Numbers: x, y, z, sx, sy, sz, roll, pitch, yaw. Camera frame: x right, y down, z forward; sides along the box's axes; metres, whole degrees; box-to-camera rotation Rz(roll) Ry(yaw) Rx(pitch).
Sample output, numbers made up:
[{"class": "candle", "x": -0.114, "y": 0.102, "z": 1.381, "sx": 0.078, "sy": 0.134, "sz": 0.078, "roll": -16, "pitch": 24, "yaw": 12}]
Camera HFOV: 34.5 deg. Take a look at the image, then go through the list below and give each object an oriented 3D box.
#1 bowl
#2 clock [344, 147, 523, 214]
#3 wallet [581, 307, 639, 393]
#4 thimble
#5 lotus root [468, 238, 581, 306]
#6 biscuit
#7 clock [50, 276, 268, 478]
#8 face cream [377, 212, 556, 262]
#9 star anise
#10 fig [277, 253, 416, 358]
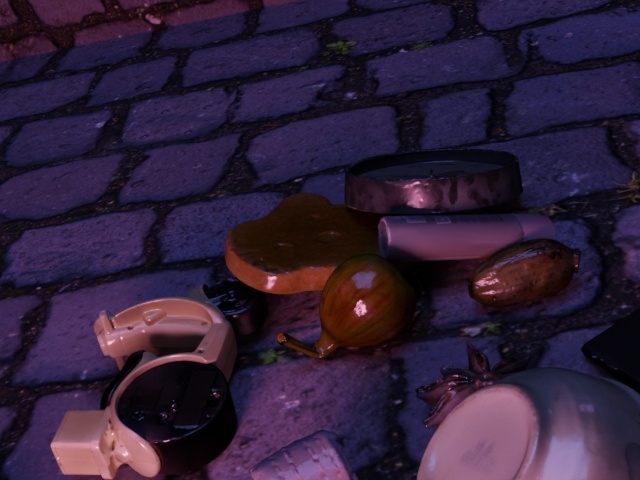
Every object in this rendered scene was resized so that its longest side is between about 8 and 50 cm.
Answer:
[{"class": "bowl", "x": 0.214, "y": 0.261, "z": 1.068, "sx": 0.307, "sy": 0.163, "sz": 0.307, "roll": -42, "pitch": 26, "yaw": 26}, {"class": "clock", "x": 0.193, "y": -0.106, "z": 1.776, "sx": 0.312, "sy": 0.061, "sz": 0.312, "roll": -4, "pitch": 14, "yaw": 1}, {"class": "wallet", "x": 0.549, "y": 0.103, "z": 1.391, "sx": 0.377, "sy": 0.051, "sz": 0.197, "roll": -28, "pitch": 32, "yaw": -16}, {"class": "thimble", "x": -0.006, "y": 0.309, "z": 1.225, "sx": 0.117, "sy": 0.151, "sz": 0.127, "roll": -26, "pitch": 42, "yaw": -9}, {"class": "lotus root", "x": 0.308, "y": 0.048, "z": 1.558, "sx": 0.179, "sy": 0.089, "sz": 0.080, "roll": -17, "pitch": -6, "yaw": 4}, {"class": "biscuit", "x": 0.000, "y": 0.002, "z": 1.742, "sx": 0.343, "sy": 0.057, "sz": 0.287, "roll": -11, "pitch": 29, "yaw": -20}, {"class": "clock", "x": -0.237, "y": 0.192, "z": 1.558, "sx": 0.276, "sy": 0.120, "sz": 0.379, "roll": -3, "pitch": 34, "yaw": 10}, {"class": "face cream", "x": 0.229, "y": -0.007, "z": 1.625, "sx": 0.269, "sy": 0.073, "sz": 0.107, "roll": -3, "pitch": 16, "yaw": -8}, {"class": "star anise", "x": 0.228, "y": 0.203, "z": 1.372, "sx": 0.195, "sy": 0.065, "sz": 0.182, "roll": 1, "pitch": 30, "yaw": 33}, {"class": "fig", "x": 0.057, "y": 0.111, "z": 1.546, "sx": 0.142, "sy": 0.148, "sz": 0.186, "roll": 28, "pitch": 90, "yaw": 32}]
